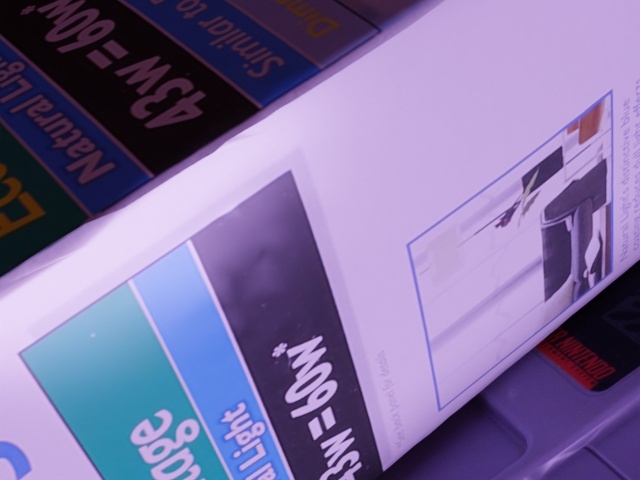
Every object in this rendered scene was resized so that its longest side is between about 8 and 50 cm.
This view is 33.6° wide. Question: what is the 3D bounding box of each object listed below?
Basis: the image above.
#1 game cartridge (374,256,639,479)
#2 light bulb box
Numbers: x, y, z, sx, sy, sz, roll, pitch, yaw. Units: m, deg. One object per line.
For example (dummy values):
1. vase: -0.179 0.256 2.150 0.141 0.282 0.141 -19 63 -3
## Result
1. game cartridge: 0.068 0.048 0.573 0.230 0.355 0.068 -35 131 -11
2. light bulb box: -0.082 -0.058 0.520 0.361 0.358 0.225 -36 137 -18
